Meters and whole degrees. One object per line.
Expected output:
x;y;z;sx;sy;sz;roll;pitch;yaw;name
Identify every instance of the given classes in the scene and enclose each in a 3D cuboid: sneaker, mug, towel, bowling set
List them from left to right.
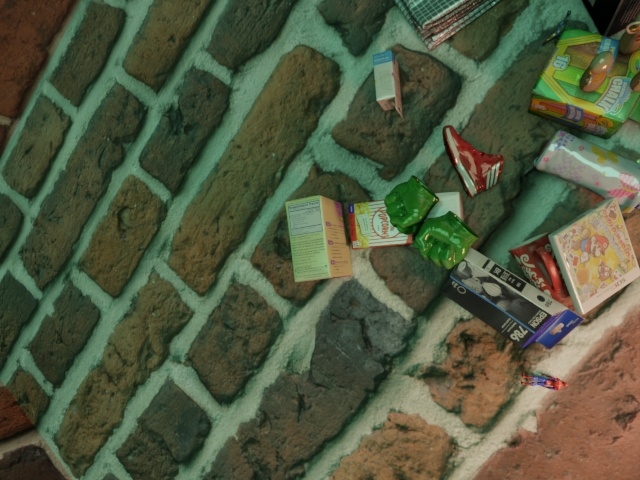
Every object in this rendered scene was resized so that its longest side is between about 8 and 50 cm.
0.371;-0.749;1.298;0.284;0.121;0.235;-31;77;18;towel
0.446;-0.249;1.282;0.128;0.087;0.221;-23;92;11;sneaker
0.587;0.080;1.174;0.113;0.150;0.169;-32;81;39;mug
0.729;-0.406;0.934;0.200;0.154;0.287;41;104;17;bowling set

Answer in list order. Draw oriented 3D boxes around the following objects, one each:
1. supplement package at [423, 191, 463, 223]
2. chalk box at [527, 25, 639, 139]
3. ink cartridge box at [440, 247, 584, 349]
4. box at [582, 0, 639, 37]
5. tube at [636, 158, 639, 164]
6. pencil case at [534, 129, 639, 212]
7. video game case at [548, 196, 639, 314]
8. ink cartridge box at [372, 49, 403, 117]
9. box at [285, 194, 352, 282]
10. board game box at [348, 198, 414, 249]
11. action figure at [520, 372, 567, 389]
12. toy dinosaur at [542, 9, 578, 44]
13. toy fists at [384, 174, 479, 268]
0.360;-0.043;1.285;0.105;0.105;0.179;-3;87;23;supplement package
0.710;-0.381;1.118;0.289;0.179;0.180;27;98;21;chalk box
0.505;0.173;1.199;0.333;0.065;0.165;34;138;19;ink cartridge box
0.841;-0.752;1.062;0.396;0.212;0.293;-25;79;18;box
0.904;-0.127;1.099;0.240;0.070;0.062;65;154;18;tube
0.707;-0.181;1.149;0.273;0.124;0.113;34;61;18;pencil case
0.686;0.038;1.100;0.206;0.026;0.226;-29;102;-12;video game case
0.208;-0.471;1.361;0.062;0.104;0.181;-6;86;22;ink cartridge box
0.000;0.000;1.369;0.117;0.213;0.242;-8;85;21;box
0.189;-0.052;1.386;0.194;0.045;0.146;-7;86;21;board game box
0.612;0.386;1.211;0.115;0.030;0.038;5;95;17;action figure
0.662;-0.593;1.221;0.090;0.047;0.082;3;71;32;toy dinosaur
0.285;-0.046;1.207;0.279;0.096;0.142;49;113;22;toy fists
